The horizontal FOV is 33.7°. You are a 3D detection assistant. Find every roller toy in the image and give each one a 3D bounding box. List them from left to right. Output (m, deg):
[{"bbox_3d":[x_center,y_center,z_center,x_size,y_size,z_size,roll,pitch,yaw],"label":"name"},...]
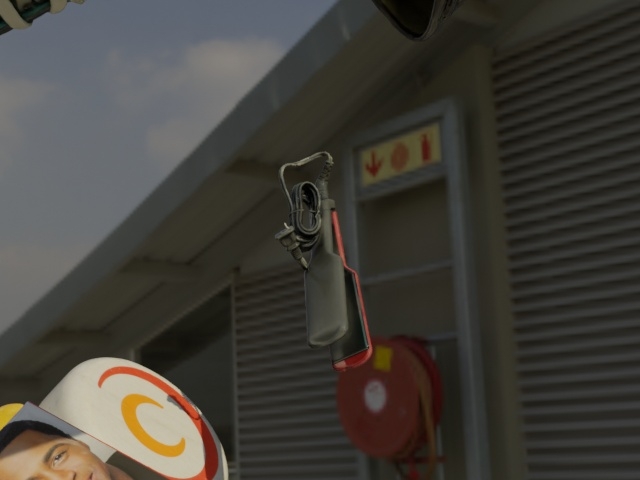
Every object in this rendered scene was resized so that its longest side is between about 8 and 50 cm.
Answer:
[{"bbox_3d":[-0.201,0.223,1.005,0.146,0.191,0.209,-46,-26,17],"label":"roller toy"}]

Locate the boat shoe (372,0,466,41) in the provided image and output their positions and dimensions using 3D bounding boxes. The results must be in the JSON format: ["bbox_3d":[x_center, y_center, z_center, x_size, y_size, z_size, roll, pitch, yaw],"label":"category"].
[{"bbox_3d":[0.028,-0.148,0.449,0.080,0.073,0.223,22,-2,24],"label":"boat shoe"}]

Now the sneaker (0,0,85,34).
[{"bbox_3d":[-0.102,-0.176,0.544,0.302,0.121,0.108,-38,-18,-6],"label":"sneaker"}]

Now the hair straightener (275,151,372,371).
[{"bbox_3d":[0.000,0.000,0.939,0.047,0.230,0.089,-22,-42,23],"label":"hair straightener"}]

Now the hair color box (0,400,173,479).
[{"bbox_3d":[-0.130,0.156,0.596,0.141,0.072,0.043,23,-43,16],"label":"hair color box"}]
